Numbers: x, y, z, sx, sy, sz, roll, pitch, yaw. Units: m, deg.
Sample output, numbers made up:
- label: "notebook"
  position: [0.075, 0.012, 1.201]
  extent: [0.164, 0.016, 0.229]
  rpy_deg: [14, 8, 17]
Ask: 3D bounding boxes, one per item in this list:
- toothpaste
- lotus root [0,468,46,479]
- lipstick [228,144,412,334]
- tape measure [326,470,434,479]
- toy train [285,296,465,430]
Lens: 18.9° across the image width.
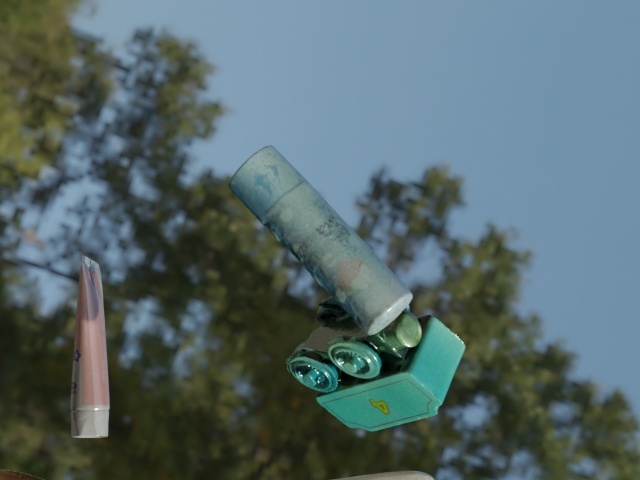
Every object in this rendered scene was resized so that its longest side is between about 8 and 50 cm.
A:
- label: "toothpaste"
  position: [-0.251, 0.116, 2.089]
  extent: [0.067, 0.043, 0.194]
  rpy_deg: [43, 46, -77]
- label: "lotus root"
  position: [-0.386, 0.351, 2.274]
  extent: [0.095, 0.135, 0.159]
  rpy_deg: [-87, -160, -75]
- label: "lipstick"
  position: [0.000, 0.000, 1.435]
  extent: [0.048, 0.158, 0.048]
  rpy_deg: [-41, 169, -10]
- label: "tape measure"
  position: [-0.010, 0.323, 1.738]
  extent: [0.271, 0.231, 0.133]
  rpy_deg: [112, -34, -59]
- label: "toy train"
  position: [0.059, 0.133, 2.128]
  extent: [0.198, 0.154, 0.107]
  rpy_deg: [-22, -146, 49]
